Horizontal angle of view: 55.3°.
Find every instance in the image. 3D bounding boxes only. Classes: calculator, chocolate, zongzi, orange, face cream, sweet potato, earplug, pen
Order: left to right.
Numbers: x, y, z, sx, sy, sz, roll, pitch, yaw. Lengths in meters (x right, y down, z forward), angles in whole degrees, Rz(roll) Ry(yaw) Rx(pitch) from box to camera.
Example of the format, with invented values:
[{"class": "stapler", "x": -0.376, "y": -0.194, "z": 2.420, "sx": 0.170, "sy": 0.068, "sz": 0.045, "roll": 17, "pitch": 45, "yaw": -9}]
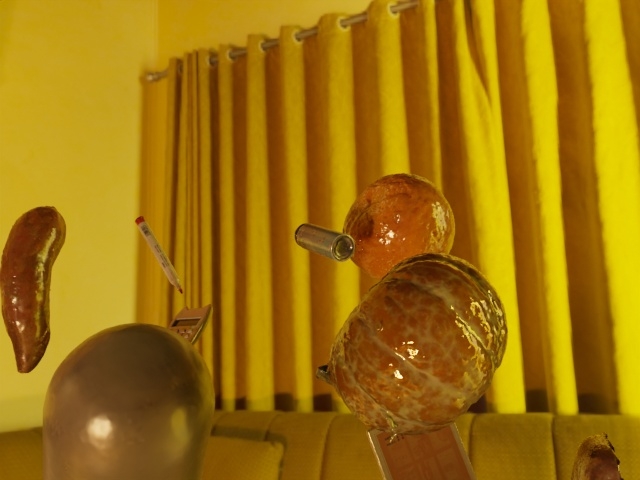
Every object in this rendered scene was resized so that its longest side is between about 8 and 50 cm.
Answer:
[{"class": "sweet potato", "x": -0.488, "y": 0.071, "z": 1.021, "sx": 0.097, "sy": 0.291, "sz": 0.097, "roll": 1, "pitch": -18, "yaw": 0}, {"class": "earplug", "x": -0.353, "y": 0.347, "z": 1.142, "sx": 0.313, "sy": 0.312, "sz": 0.394, "roll": 1, "pitch": -48, "yaw": -21}, {"class": "pen", "x": -0.373, "y": 0.035, "z": 1.425, "sx": 0.026, "sy": 0.218, "sz": 0.026, "roll": -32, "pitch": -17, "yaw": -11}, {"class": "calculator", "x": -0.395, "y": 0.275, "z": 1.703, "sx": 0.157, "sy": 0.236, "sz": 0.033, "roll": -7, "pitch": -53, "yaw": 38}, {"class": "face cream", "x": 0.000, "y": 0.000, "z": 1.626, "sx": 0.075, "sy": 0.075, "sz": 0.229, "roll": 4, "pitch": 8, "yaw": -31}, {"class": "zongzi", "x": 0.057, "y": 0.429, "z": 1.959, "sx": 0.109, "sy": 0.055, "sz": 0.119, "roll": 27, "pitch": 17, "yaw": 25}, {"class": "orange", "x": 0.241, "y": -0.030, "z": 1.834, "sx": 0.293, "sy": 0.340, "sz": 0.341, "roll": 40, "pitch": -31, "yaw": -25}, {"class": "orange", "x": 0.169, "y": 0.179, "z": 1.045, "sx": 0.329, "sy": 0.249, "sz": 0.329, "roll": -42, "pitch": -13, "yaw": -13}, {"class": "chocolate", "x": 0.501, "y": 0.498, "z": 1.130, "sx": 0.083, "sy": 0.261, "sz": 0.161, "roll": 0, "pitch": 3, "yaw": 12}]

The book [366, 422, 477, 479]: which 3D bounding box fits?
[{"class": "book", "x": 0.203, "y": 0.439, "z": 1.146, "sx": 0.170, "sy": 0.241, "sz": 0.018, "roll": -19, "pitch": -6, "yaw": -15}]
